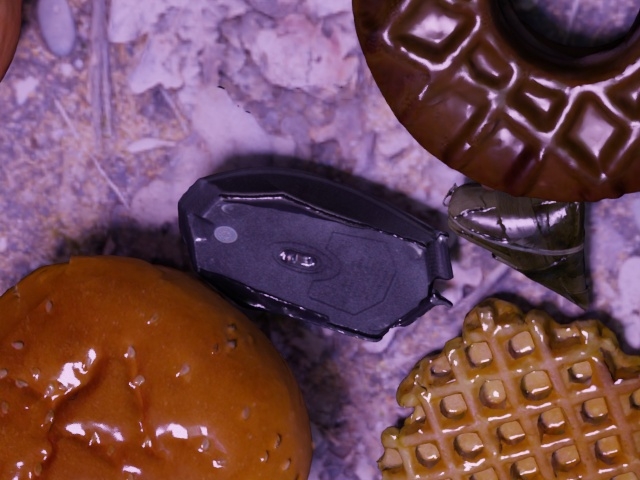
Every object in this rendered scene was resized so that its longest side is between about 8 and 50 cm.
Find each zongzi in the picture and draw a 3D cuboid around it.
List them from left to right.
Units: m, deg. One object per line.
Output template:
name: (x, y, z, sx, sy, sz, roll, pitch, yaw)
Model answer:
zongzi: (0.152, 0.008, 1.241, 0.109, 0.055, 0.119, 1, 126, 15)

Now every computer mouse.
computer mouse: (0.000, 0.000, 1.262, 0.231, 0.071, 0.126, 16, 131, -4)

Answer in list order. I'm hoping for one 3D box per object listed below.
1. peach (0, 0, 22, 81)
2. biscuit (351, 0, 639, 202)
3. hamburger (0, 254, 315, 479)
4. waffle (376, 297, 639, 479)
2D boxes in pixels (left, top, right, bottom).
peach: (-0.313, -0.165, 1.199, 0.184, 0.184, 0.184, 5, 116, 11)
biscuit: (0.180, -0.180, 1.113, 0.332, 0.103, 0.332, 6, 117, 11)
hamburger: (-0.157, 0.166, 1.265, 0.314, 0.170, 0.290, 38, 89, 10)
waffle: (0.178, 0.168, 1.312, 0.245, 0.052, 0.254, 27, 117, -2)
